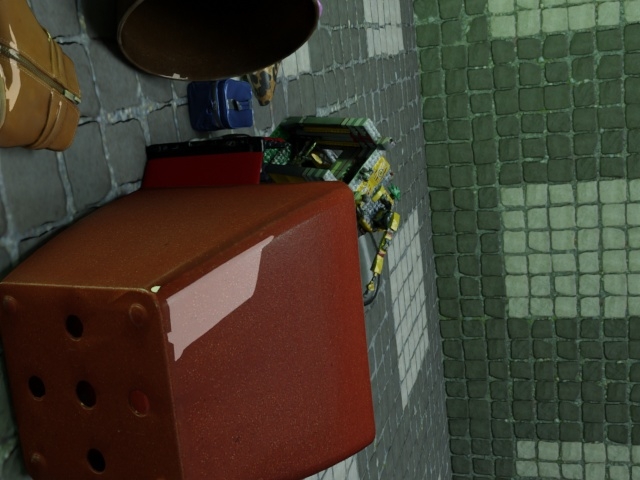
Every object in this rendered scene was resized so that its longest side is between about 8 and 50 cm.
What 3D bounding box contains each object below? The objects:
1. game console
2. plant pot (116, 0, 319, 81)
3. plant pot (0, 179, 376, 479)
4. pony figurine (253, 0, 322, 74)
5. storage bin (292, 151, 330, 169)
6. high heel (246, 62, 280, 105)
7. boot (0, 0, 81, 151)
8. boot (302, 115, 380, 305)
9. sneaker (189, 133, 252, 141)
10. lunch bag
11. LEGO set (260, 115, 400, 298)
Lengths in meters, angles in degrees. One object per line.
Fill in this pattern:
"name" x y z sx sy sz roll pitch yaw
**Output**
"game console" -0.123 -0.073 0.875 0.124 0.144 0.085 -19 107 -72
"plant pot" -0.129 -0.329 0.834 0.215 0.215 0.230 31 44 -69
"plant pot" -0.129 0.098 0.690 0.236 0.267 0.267 -24 111 -58
"pony figurine" -0.007 -0.424 0.989 0.303 0.351 0.363 -23 106 -59
"storage bin" -0.048 -0.049 1.142 0.084 0.122 0.180 43 48 -65
"high heel" -0.027 -0.336 1.134 0.093 0.186 0.261 1 87 -77
"boot" -0.249 -0.172 0.617 0.152 0.073 0.197 14 86 -71
"boot" 0.011 -0.042 1.385 0.223 0.118 0.338 10 67 -69
"sneaker" -0.112 -0.109 1.025 0.170 0.075 0.063 1 87 -73
"lunch bag" -0.128 -0.180 1.002 0.098 0.065 0.067 -33 119 -70
"LEGO set" 0.000 0.000 0.944 0.331 0.192 0.255 -46 124 -24
